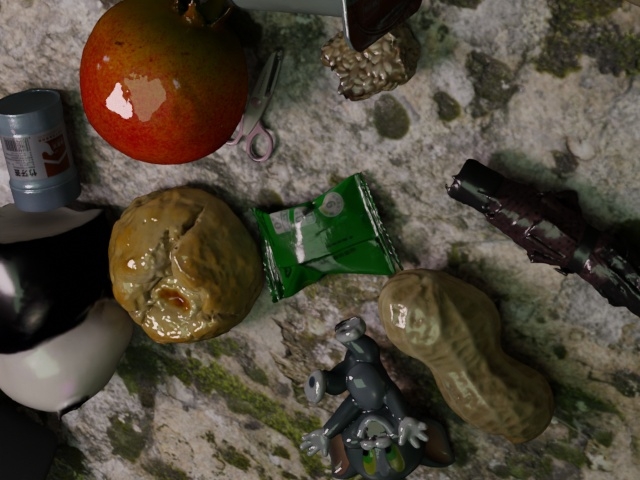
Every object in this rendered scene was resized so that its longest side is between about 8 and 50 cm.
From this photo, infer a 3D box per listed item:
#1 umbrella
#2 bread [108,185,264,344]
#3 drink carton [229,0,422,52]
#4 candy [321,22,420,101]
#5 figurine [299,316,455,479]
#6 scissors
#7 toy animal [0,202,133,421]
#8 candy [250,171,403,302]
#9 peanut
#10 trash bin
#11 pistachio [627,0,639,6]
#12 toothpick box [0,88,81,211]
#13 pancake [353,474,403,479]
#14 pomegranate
[{"bbox_3d":[0.302,0.002,1.564,0.326,0.090,0.094,30,131,8],"label":"umbrella"},{"bbox_3d":[-0.202,0.044,1.819,0.244,0.134,0.244,12,125,17],"label":"bread"},{"bbox_3d":[0.000,-0.339,1.471,0.190,0.185,0.191,14,126,33],"label":"drink carton"},{"bbox_3d":[0.061,-0.222,1.556,0.110,0.085,0.095,-28,97,26],"label":"candy"},{"bbox_3d":[0.058,0.239,1.805,0.193,0.140,0.265,-20,96,11],"label":"figurine"},{"bbox_3d":[-0.082,-0.182,1.690,0.085,0.022,0.176,32,131,8],"label":"scissors"},{"bbox_3d":[-0.418,0.109,1.911,0.251,0.251,0.310,4,114,25],"label":"toy animal"},{"bbox_3d":[-0.001,0.003,1.728,0.203,0.078,0.141,-17,110,28],"label":"candy"},{"bbox_3d":[0.199,0.152,1.690,0.136,0.120,0.298,-36,103,18],"label":"peanut"},{"bbox_3d":[-0.601,0.326,2.103,0.209,0.182,0.290,-6,148,42],"label":"trash bin"},{"bbox_3d":[0.366,-0.328,1.289,0.288,0.166,0.197,21,103,19],"label":"pistachio"},{"bbox_3d":[-0.409,-0.130,1.838,0.101,0.101,0.153,6,121,24],"label":"toothpick box"},{"bbox_3d":[0.096,0.391,1.950,0.108,0.017,0.108,12,119,22],"label":"pancake"},{"bbox_3d":[-0.191,-0.220,1.606,0.221,0.221,0.256,31,111,7],"label":"pomegranate"}]
